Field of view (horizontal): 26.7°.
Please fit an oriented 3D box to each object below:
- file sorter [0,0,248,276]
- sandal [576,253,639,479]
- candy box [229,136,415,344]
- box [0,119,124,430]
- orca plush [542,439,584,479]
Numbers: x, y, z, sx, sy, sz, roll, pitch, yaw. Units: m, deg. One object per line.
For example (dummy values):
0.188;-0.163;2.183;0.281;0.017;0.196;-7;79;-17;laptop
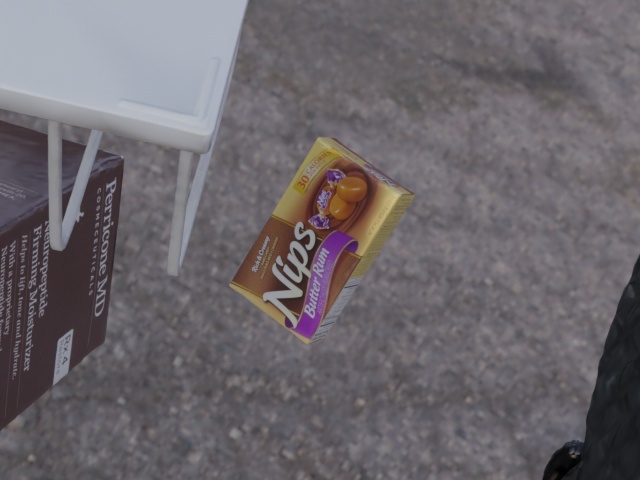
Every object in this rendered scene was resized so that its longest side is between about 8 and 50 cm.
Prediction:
-0.182;-0.115;0.721;0.278;0.173;0.192;13;57;-3;file sorter
0.165;0.147;0.447;0.107;0.445;0.168;21;-12;-39;sandal
0.000;0.000;1.384;0.109;0.186;0.053;36;14;16;candy box
-0.266;0.020;0.965;0.167;0.168;0.203;16;25;15;box
0.195;0.171;0.797;0.102;0.287;0.151;7;57;-51;orca plush
